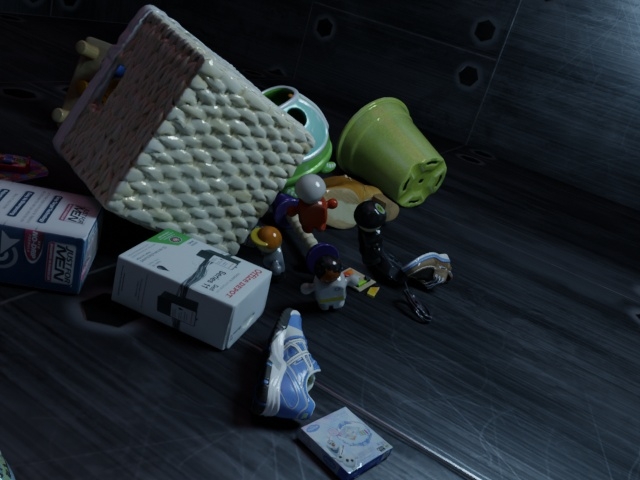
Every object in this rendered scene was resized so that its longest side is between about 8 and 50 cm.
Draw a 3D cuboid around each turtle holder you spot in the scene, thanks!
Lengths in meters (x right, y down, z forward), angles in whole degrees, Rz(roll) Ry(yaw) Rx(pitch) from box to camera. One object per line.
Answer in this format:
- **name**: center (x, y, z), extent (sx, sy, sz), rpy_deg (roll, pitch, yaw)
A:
- **turtle holder**: center (-0.129, -0.251, 1.563), extent (0.320, 0.227, 0.243), rpy_deg (-21, 40, -10)

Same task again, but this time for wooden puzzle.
- **wooden puzzle**: center (0.072, 0.079, 1.262), extent (0.116, 0.014, 0.078), rpy_deg (25, 24, 21)

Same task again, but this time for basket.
- **basket**: center (-0.249, -0.190, 1.148), extent (0.331, 0.328, 0.266), rpy_deg (30, 9, -49)

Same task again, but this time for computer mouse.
- **computer mouse**: center (0.166, 0.093, 1.272), extent (0.071, 0.041, 0.242), rpy_deg (33, 18, -31)

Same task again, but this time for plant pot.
- **plant pot**: center (0.228, -0.242, 1.825), extent (0.276, 0.276, 0.254), rpy_deg (-4, 42, -40)

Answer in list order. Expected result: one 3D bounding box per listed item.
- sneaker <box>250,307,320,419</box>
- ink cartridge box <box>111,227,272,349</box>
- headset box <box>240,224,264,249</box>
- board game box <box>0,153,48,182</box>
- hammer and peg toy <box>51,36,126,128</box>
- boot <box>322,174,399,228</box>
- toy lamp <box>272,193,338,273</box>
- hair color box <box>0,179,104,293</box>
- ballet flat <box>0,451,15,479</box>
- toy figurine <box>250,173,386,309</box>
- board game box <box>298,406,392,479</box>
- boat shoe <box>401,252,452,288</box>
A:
- **sneaker**: center (-0.045, 0.180, 0.888), extent (0.081, 0.080, 0.211), rpy_deg (20, 32, -8)
- **ink cartridge box**: center (-0.204, 0.074, 0.994), extent (0.208, 0.086, 0.153), rpy_deg (22, 24, 11)
- **headset box**: center (-0.165, -0.015, 1.292), extent (0.083, 0.032, 0.062), rpy_deg (14, 23, -4)
- **board game box**: center (-0.667, -0.167, 1.298), extent (0.133, 0.033, 0.169), rpy_deg (25, 25, 19)
- **hammer and peg toy**: center (-0.483, -0.353, 1.555), extent (0.361, 0.265, 0.127), rpy_deg (22, 5, 15)
- **boot**: center (0.040, -0.112, 1.587), extent (0.295, 0.104, 0.211), rpy_deg (2, 21, -38)
- **toy lamp**: center (-0.044, -0.027, 1.342), extent (0.080, 0.080, 0.274), rpy_deg (4, 25, -26)
- **hair color box**: center (-0.539, -0.024, 0.967), extent (0.347, 0.105, 0.174), rpy_deg (11, 23, -13)
- **ballet flat**: center (-0.379, 0.200, 0.621), extent (0.188, 0.070, 0.070), rpy_deg (27, 25, 22)
- **toy figurine**: center (0.000, 0.000, 1.129), extent (0.213, 0.148, 0.209), rpy_deg (30, 60, 23)
- **board game box**: center (0.033, 0.266, 0.803), extent (0.090, 0.020, 0.090), rpy_deg (-10, 35, -46)
- **boat shoe**: center (0.241, 0.067, 1.318), extent (0.183, 0.066, 0.066), rpy_deg (-3, 65, -52)
